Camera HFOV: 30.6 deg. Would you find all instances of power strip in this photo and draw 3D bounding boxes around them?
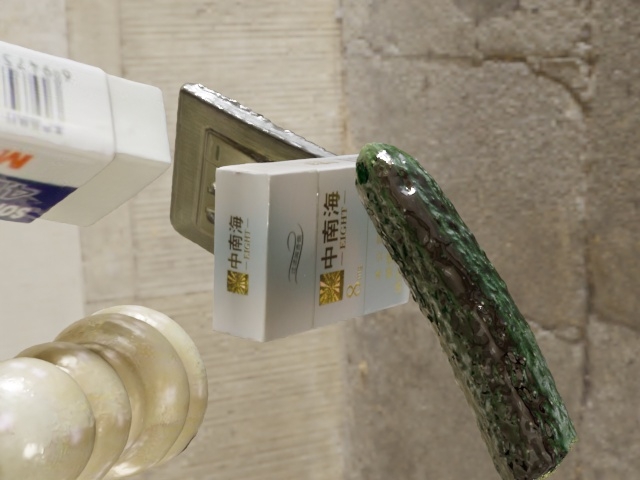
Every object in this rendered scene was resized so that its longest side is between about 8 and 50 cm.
[{"bbox_3d":[-0.061,-0.061,1.442,0.257,0.092,0.251,29,145,13],"label":"power strip"}]

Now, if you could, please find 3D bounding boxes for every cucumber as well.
[{"bbox_3d":[0.078,0.036,0.657,0.058,0.052,0.215,-38,75,47],"label":"cucumber"}]

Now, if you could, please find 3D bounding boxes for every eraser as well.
[{"bbox_3d":[-0.252,-0.080,0.827,0.124,0.279,0.081,-32,61,39],"label":"eraser"}]

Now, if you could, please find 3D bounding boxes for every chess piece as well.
[{"bbox_3d":[-0.185,0.132,0.878,0.261,0.142,0.143,-15,-80,-78],"label":"chess piece"}]

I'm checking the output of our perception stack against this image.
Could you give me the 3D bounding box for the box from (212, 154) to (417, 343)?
[{"bbox_3d":[0.000,0.000,1.113,0.067,0.243,0.155,7,102,36],"label":"box"}]
